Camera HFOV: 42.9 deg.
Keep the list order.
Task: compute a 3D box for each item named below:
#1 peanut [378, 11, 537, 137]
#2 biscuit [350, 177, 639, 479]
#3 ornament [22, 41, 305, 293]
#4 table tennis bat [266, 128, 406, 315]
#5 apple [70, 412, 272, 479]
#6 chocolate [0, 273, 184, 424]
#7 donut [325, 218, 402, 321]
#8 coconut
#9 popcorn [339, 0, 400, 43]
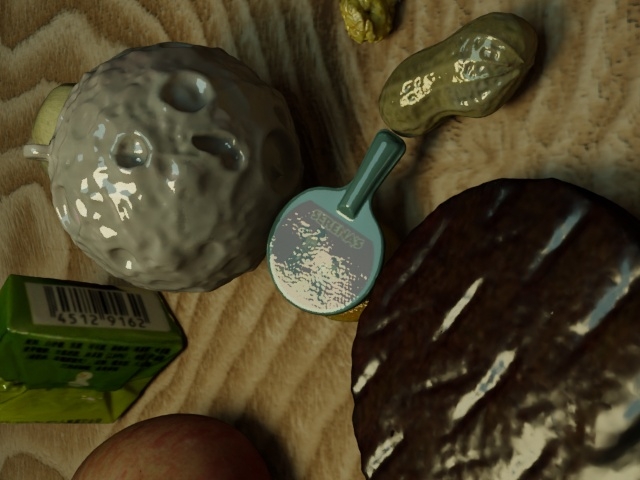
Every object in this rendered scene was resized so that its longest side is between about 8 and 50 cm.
[{"bbox_3d":[0.148,-0.179,0.911,0.214,0.090,0.098,-18,107,46],"label":"peanut"},{"bbox_3d":[0.191,0.138,0.825,0.407,0.091,0.407,-19,64,45],"label":"biscuit"},{"bbox_3d":[-0.179,-0.094,1.079,0.337,0.337,0.337,2,93,46],"label":"ornament"},{"bbox_3d":[0.027,-0.022,0.981,0.153,0.040,0.244,36,105,19],"label":"table tennis bat"},{"bbox_3d":[-0.227,0.411,1.180,0.345,0.269,0.345,-5,82,43],"label":"apple"},{"bbox_3d":[-0.434,0.191,1.384,0.289,0.301,0.137,-48,47,35],"label":"chocolate"},{"bbox_3d":[0.036,0.038,1.034,0.152,0.058,0.152,4,98,33],"label":"donut"},{"bbox_3d":[-0.369,-0.169,1.379,0.224,0.224,0.224,2,93,46],"label":"coconut"},{"bbox_3d":[0.053,-0.287,1.019,0.084,0.084,0.084,2,93,46],"label":"popcorn"}]
